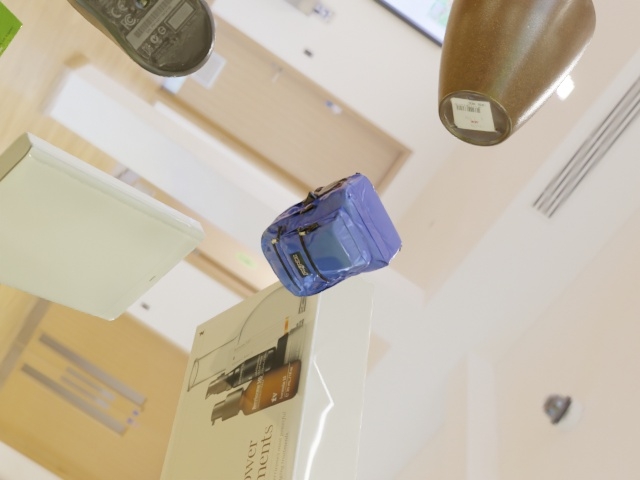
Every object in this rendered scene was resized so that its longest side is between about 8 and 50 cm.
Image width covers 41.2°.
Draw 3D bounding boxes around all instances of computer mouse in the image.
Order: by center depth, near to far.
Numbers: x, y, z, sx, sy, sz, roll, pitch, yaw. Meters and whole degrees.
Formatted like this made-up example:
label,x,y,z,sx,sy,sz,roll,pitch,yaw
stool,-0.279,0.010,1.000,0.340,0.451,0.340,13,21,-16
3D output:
label,x,y,z,sx,sy,sz,roll,pitch,yaw
computer mouse,-0.239,-0.317,1.038,0.188,0.272,0.072,-46,-153,-9

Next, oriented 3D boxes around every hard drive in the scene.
label,x,y,z,sx,sy,sz,roll,pitch,yaw
hard drive,-0.324,-0.004,1.119,0.203,0.307,0.040,-41,-126,14

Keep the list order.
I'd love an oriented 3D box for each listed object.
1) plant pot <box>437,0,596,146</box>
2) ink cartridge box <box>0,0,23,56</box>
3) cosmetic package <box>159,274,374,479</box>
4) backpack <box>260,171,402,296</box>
label,x,y,z,sx,sy,sz,roll,pitch,yaw
plant pot,0.257,-0.254,1.225,0.230,0.215,0.215,-61,-173,-30
ink cartridge box,-0.626,-0.361,1.335,0.189,0.255,0.097,-47,177,17
cosmetic package,-0.077,0.236,1.051,0.284,0.097,0.377,-33,-143,41
backpack,0.000,0.000,0.842,0.120,0.098,0.101,-22,-172,31
